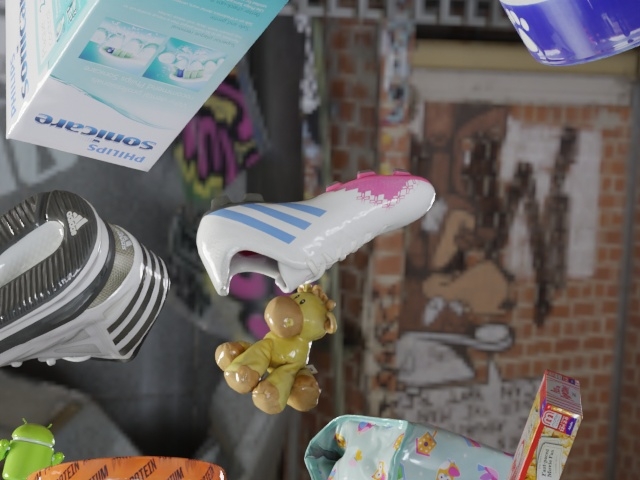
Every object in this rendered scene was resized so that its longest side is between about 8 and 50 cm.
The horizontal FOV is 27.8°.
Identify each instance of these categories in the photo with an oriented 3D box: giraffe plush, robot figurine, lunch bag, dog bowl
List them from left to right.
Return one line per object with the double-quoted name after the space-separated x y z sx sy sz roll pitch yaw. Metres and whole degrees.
-0.439 0.329 1.954 0.101 0.115 0.067 17 162 -23 "robot figurine"
-0.045 0.157 2.082 0.181 0.170 0.210 36 -153 23 "giraffe plush"
0.123 0.346 1.865 0.223 0.160 0.262 23 163 -27 "lunch bag"
0.301 -0.285 1.270 0.265 0.104 0.265 -28 -159 12 "dog bowl"

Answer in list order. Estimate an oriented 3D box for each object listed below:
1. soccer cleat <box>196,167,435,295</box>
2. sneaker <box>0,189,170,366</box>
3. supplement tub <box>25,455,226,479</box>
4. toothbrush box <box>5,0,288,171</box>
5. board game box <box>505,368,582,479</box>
0.000 0.000 1.755 0.331 0.143 0.116 -10 152 -1 "soccer cleat"
-0.363 0.125 1.463 0.447 0.169 0.257 -27 149 17 "sneaker"
-0.146 0.347 0.988 0.207 0.338 0.207 -4 159 -2 "supplement tub"
-0.121 -0.225 0.948 0.126 0.216 0.295 12 143 -30 "toothbrush box"
0.247 0.260 1.484 0.045 0.193 0.147 19 -169 7 "board game box"
